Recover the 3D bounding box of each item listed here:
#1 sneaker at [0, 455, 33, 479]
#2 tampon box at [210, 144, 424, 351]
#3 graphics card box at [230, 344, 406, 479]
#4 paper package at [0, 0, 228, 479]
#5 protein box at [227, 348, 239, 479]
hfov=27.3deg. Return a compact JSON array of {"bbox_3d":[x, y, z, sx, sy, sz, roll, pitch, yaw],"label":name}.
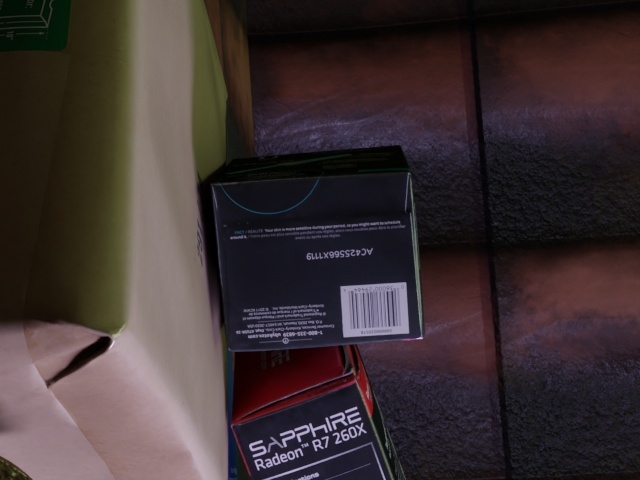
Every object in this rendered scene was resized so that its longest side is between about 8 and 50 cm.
[{"bbox_3d":[-0.198,0.116,0.561,0.064,0.086,0.192,44,0,44],"label":"sneaker"},{"bbox_3d":[0.000,0.000,0.839,0.161,0.120,0.102,-81,167,-81],"label":"tampon box"},{"bbox_3d":[0.037,0.238,0.943,0.233,0.094,0.371,-107,176,-77],"label":"graphics card box"},{"bbox_3d":[-0.151,-0.024,0.748,0.309,0.168,0.325,81,6,-62],"label":"paper package"},{"bbox_3d":[-0.139,0.164,0.992,0.200,0.135,0.201,72,14,-80],"label":"protein box"}]
